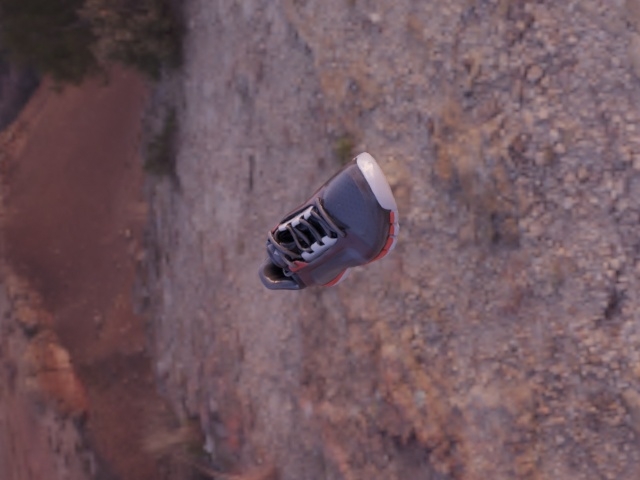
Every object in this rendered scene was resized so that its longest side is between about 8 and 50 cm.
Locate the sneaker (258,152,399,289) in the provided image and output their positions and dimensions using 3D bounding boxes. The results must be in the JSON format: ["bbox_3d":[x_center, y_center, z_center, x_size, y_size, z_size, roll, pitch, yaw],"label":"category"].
[{"bbox_3d":[0.000,0.000,0.725,0.061,0.064,0.158,63,153,16],"label":"sneaker"}]
